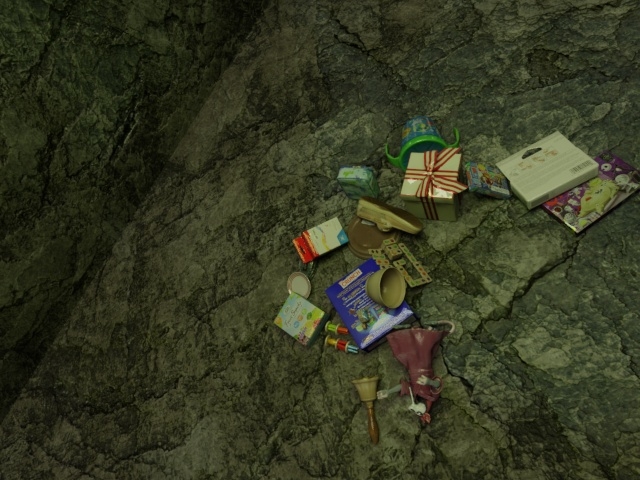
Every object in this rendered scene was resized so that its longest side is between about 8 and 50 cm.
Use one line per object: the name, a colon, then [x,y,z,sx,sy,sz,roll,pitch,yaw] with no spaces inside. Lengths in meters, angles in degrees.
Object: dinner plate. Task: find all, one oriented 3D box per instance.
dinner plate: [-0.101,0.221,1.975,0.141,0.017,0.141,2,94,34]

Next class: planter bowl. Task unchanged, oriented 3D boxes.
planter bowl: [0.249,0.189,1.652,0.109,0.162,0.162,-6,61,48]

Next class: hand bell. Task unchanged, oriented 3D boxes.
hand bell: [0.197,0.667,1.618,0.126,0.126,0.241,-14,72,17]

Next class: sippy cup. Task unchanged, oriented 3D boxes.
sippy cup: [0.484,-0.465,1.970,0.306,0.240,0.224,11,52,-13]

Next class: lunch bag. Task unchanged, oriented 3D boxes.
lunch bag: [0.183,-0.278,1.999,0.176,0.219,0.090,6,68,27]

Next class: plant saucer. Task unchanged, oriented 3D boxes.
plant saucer: [0.248,-0.040,1.963,0.278,0.041,0.277,-10,62,20]

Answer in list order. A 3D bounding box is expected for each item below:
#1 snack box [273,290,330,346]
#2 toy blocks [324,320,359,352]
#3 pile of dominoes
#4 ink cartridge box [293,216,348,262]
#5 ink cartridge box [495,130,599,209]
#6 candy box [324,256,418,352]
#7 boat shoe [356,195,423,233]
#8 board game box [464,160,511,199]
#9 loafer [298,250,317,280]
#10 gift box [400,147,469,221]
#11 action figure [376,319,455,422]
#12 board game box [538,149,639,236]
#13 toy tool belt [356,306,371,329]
snack box: [-0.088,0.359,1.888,0.207,0.070,0.174,28,86,32]
toy blocks: [0.095,0.420,1.770,0.148,0.054,0.123,10,110,28]
pile of dominoes: [0.347,0.096,1.785,0.196,0.040,0.251,-13,52,-28]
ink cartridge box: [0.000,0.000,1.959,0.231,0.078,0.134,-26,83,-14]
ink cartridge box: [0.945,-0.300,1.735,0.296,0.066,0.261,-28,47,11]
candy box: [0.215,0.274,1.775,0.268,0.122,0.317,-36,59,5]
boat shoe: [0.313,-0.097,1.884,0.341,0.122,0.110,32,118,35]
board game box: [0.726,-0.259,1.785,0.201,0.035,0.136,11,61,-20]
loafer: [-0.056,0.067,2.016,0.096,0.084,0.267,8,70,27]
gift box: [0.521,-0.250,1.815,0.277,0.258,0.255,2,67,26]
action figure: [0.382,0.507,1.591,0.248,0.276,0.369,-19,75,49]
board game box: [1.097,-0.193,1.662,0.347,0.056,0.208,-38,53,3]
toy tool belt: [0.183,0.313,1.669,0.051,0.052,0.083,-32,59,19]
